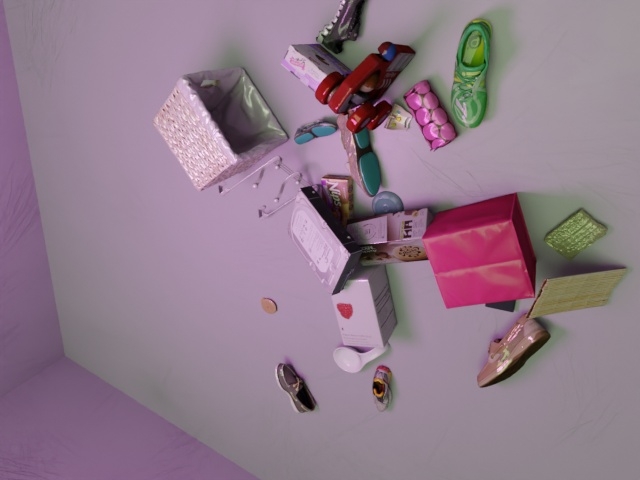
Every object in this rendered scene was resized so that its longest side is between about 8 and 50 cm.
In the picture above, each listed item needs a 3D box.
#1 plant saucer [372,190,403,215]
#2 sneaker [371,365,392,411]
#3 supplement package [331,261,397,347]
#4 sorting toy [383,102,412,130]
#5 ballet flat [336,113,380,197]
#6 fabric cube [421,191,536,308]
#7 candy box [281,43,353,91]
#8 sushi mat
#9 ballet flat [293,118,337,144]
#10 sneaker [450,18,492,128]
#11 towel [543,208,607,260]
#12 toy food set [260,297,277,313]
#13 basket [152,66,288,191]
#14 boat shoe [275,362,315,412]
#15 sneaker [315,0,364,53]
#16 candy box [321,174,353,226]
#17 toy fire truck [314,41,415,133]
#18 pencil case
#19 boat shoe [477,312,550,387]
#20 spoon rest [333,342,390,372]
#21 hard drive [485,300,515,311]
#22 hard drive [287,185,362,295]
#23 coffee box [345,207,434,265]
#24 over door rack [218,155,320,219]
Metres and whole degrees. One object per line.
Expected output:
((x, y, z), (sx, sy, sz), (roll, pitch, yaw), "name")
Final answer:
((0.239, -0.119, 1.545), (0.120, 0.021, 0.119), (12, 119, 23), "plant saucer")
((0.257, 0.660, 1.867), (0.088, 0.093, 0.225), (6, 116, 26), "sneaker")
((0.167, 0.243, 1.664), (0.178, 0.175, 0.292), (-4, 111, 31), "supplement package")
((0.257, -0.394, 1.394), (0.075, 0.045, 0.083), (22, 111, 3), "sorting toy")
((0.128, -0.302, 1.484), (0.106, 0.108, 0.315), (3, 110, 49), "ballet flat")
((0.503, 0.033, 1.334), (0.259, 0.254, 0.258), (-14, 105, 31), "fabric cube")
((-0.004, -0.547, 1.363), (0.165, 0.196, 0.070), (42, 125, 6), "candy box")
((0.758, 0.156, 1.264), (0.019, 0.317, 0.151), (-121, 32, -52), "sushi mat")
((-0.019, -0.398, 1.522), (0.189, 0.070, 0.070), (-7, 109, 36), "ballet flat")
((0.421, -0.465, 1.217), (0.110, 0.123, 0.295), (6, 117, 26), "sneaker")
((0.773, -0.017, 1.302), (0.110, 0.027, 0.148), (41, 127, 7), "towel")
((-0.244, 0.310, 2.014), (0.084, 0.020, 0.082), (-3, 112, 29), "toy food set")
((-0.365, -0.405, 1.550), (0.267, 0.328, 0.331), (-27, 99, 37), "basket")
((-0.122, 0.720, 2.096), (0.091, 0.109, 0.304), (-14, 112, 32), "boat shoe")
((0.090, -0.679, 1.326), (0.106, 0.078, 0.234), (47, 130, -2), "sneaker")
((0.065, -0.148, 1.607), (0.109, 0.053, 0.186), (9, 118, 25), "candy box")
((0.145, -0.466, 1.252), (0.169, 0.302, 0.254), (46, 124, 8), "toy fire truck")
((0.336, -0.385, 1.326), (0.098, 0.095, 0.209), (-22, 99, 50), "pencil case")
((0.663, 0.399, 1.523), (0.341, 0.122, 0.110), (-60, 42, 32), "boat shoe")
((0.166, 0.495, 1.843), (0.276, 0.084, 0.137), (-33, 95, 35), "spoon rest")
((0.627, 0.179, 1.477), (0.094, 0.022, 0.135), (10, 117, 24), "hard drive")
((0.000, 0.000, 1.536), (0.338, 0.064, 0.236), (54, 143, 28), "hard drive")
((0.251, -0.006, 1.490), (0.298, 0.118, 0.168), (-7, 149, 30), "coffee box")
((-0.197, -0.174, 1.631), (0.325, 0.108, 0.240), (-19, 144, 33), "over door rack")
